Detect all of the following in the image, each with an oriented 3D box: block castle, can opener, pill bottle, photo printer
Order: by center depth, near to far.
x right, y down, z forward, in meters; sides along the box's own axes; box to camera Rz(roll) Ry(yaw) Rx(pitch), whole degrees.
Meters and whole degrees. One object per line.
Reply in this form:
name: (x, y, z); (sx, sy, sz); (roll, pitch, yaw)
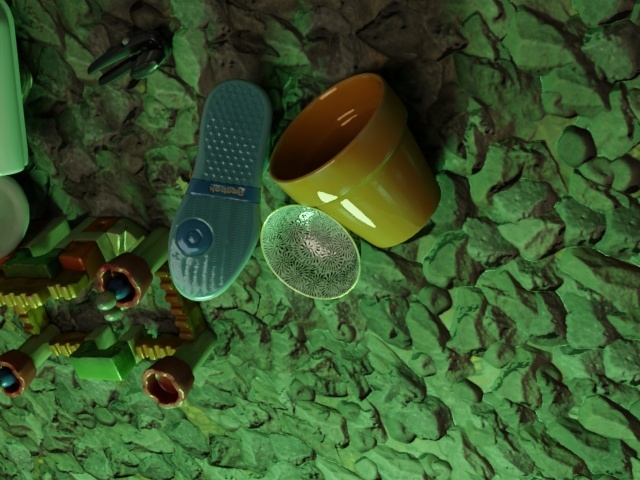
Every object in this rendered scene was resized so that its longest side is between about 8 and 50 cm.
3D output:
can opener: (-0.299, -0.281, 1.724); (0.186, 0.073, 0.059); (-8, 125, 43)
photo printer: (-0.605, -0.265, 1.830); (0.256, 0.107, 0.307); (6, 106, 30)
pill bottle: (-0.650, -0.056, 1.978); (0.278, 0.162, 0.162); (9, 127, 45)
block castle: (-0.439, 0.139, 1.988); (0.453, 0.213, 0.303); (-1, 121, 30)

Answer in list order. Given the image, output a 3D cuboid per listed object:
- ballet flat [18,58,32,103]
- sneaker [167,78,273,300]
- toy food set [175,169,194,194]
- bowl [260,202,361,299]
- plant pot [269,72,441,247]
ballet flat: (-0.550, -0.221, 1.913); (0.084, 0.058, 0.250); (51, 127, 13)
sneaker: (-0.137, -0.069, 1.653); (0.127, 0.208, 0.319); (16, 90, -2)
toy food set: (-0.175, -0.071, 1.824); (0.122, 0.019, 0.078); (51, 131, -1)
bowl: (0.000, 0.000, 1.732); (0.170, 0.080, 0.170); (15, 127, 21)
plant pot: (0.065, -0.097, 1.568); (0.205, 0.205, 0.188); (-22, 125, 38)
